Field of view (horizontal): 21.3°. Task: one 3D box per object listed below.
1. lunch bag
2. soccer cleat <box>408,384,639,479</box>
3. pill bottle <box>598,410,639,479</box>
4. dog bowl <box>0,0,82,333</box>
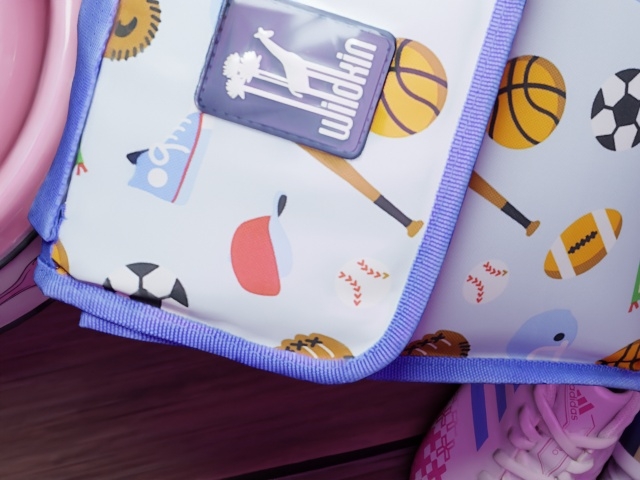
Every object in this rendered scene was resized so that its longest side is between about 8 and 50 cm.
[{"bbox_3d":[0.049,-0.095,0.957,0.385,0.239,0.328,8,106,-33],"label":"lunch bag"},{"bbox_3d":[0.147,0.129,1.170,0.116,0.143,0.331,19,99,-12],"label":"soccer cleat"},{"bbox_3d":[0.260,0.125,1.200,0.094,0.094,0.169,16,117,-11],"label":"pill bottle"},{"bbox_3d":[-0.287,-0.127,0.990,0.408,0.150,0.408,0,90,4],"label":"dog bowl"}]
